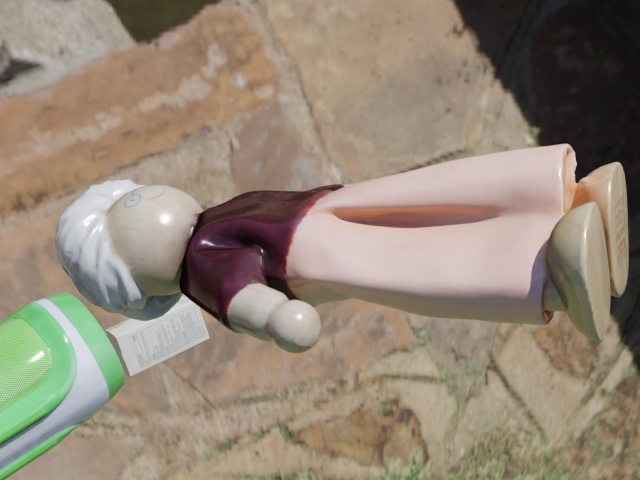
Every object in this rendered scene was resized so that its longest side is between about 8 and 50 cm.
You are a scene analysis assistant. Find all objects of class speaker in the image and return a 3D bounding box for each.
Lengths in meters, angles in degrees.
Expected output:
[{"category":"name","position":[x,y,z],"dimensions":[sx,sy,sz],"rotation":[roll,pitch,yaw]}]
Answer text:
[{"category":"speaker","position":[-0.332,0.168,1.149],"dimensions":[0.297,0.131,0.131],"rotation":[-33,67,-24]}]

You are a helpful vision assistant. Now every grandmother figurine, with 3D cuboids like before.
[{"category":"grandmother figurine","position":[0.000,0.000,0.737],"dimensions":[0.343,0.208,0.104],"rotation":[0,102,23]}]

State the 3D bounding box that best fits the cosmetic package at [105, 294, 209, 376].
[{"category":"cosmetic package","position":[-0.204,0.118,1.570],"dimensions":[0.115,0.060,0.041],"rotation":[-23,21,-23]}]
